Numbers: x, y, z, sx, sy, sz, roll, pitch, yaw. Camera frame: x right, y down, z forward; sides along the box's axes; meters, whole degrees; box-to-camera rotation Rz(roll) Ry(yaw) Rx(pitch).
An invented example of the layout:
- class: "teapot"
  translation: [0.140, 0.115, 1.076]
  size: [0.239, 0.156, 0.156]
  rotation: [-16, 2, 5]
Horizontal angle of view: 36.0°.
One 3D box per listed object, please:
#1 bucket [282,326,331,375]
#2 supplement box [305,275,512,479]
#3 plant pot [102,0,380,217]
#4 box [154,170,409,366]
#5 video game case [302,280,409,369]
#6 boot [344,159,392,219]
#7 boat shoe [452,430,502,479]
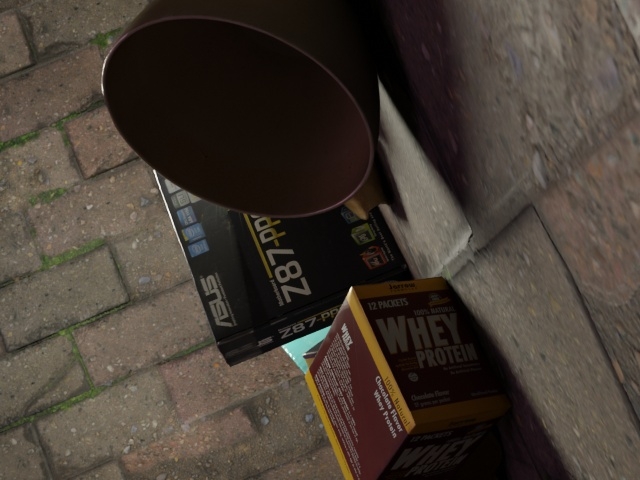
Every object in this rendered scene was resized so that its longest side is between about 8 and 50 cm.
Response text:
- class: "bucket"
  translation: [0.057, 0.231, 1.951]
  size: [0.281, 0.183, 0.281]
  rotation: [50, 174, 8]
- class: "supplement box"
  translation: [0.096, 0.179, 1.175]
  size: [0.191, 0.129, 0.194]
  rotation: [66, 148, 34]
- class: "plant pot"
  translation: [-0.059, -0.185, 1.035]
  size: [0.284, 0.284, 0.191]
  rotation: [70, -148, -48]
- class: "box"
  translation: [-0.073, -0.029, 1.617]
  size: [0.097, 0.318, 0.395]
  rotation: [72, 175, -58]
- class: "video game case"
  translation: [0.101, 0.219, 1.411]
  size: [0.275, 0.035, 0.248]
  rotation: [-30, -78, -52]
- class: "boot"
  translation: [0.030, -0.091, 1.444]
  size: [0.115, 0.112, 0.305]
  rotation: [57, 177, -11]
- class: "boat shoe"
  translation: [0.192, 0.297, 1.371]
  size: [0.098, 0.109, 0.302]
  rotation: [64, -178, 38]
